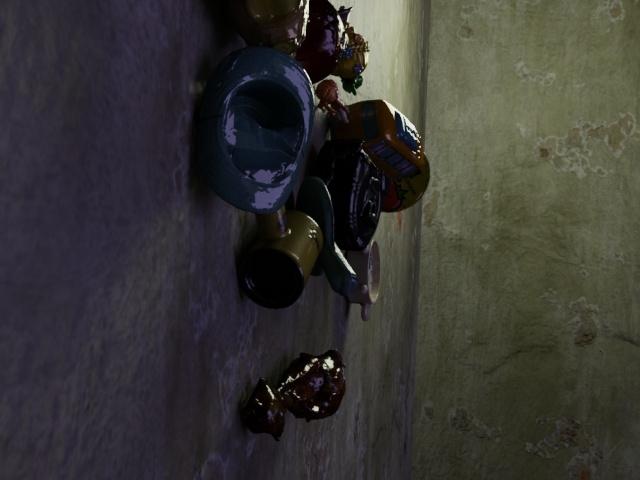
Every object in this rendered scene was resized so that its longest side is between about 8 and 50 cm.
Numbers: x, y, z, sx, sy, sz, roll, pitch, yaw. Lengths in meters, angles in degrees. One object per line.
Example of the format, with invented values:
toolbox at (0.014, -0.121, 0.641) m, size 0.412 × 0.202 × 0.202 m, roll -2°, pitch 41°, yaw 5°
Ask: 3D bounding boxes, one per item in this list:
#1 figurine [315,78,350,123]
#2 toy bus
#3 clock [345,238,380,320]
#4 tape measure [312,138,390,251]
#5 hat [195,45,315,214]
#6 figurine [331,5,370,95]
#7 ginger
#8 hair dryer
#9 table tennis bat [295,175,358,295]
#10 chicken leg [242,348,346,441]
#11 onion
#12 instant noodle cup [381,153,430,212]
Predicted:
figurine at (0.024, -0.247, 1.301) m, size 0.047 × 0.064 × 0.109 m, roll -60°, pitch 147°, yaw -17°
toy bus at (0.120, -0.195, 1.423) m, size 0.209 × 0.136 × 0.126 m, roll 27°, pitch 52°, yaw -52°
clock at (0.095, 0.070, 1.640) m, size 0.155 × 0.063 × 0.229 m, roll 20°, pitch 71°, yaw -73°
tape measure at (0.054, -0.068, 1.296) m, size 0.199 × 0.112 × 0.186 m, roll 38°, pitch 64°, yaw -60°
hat at (-0.080, -0.123, 0.818) m, size 0.138 × 0.078 × 0.190 m, roll 20°, pitch 78°, yaw -33°
figurine at (0.043, -0.331, 1.275) m, size 0.115 × 0.095 × 0.156 m, roll -86°, pitch 168°, yaw -61°
ginger at (-0.067, -0.295, 0.830) m, size 0.157 × 0.102 × 0.216 m, roll -113°, pitch -175°, yaw -50°
hair dryer at (-0.066, -0.063, 0.934) m, size 0.135 × 0.090 × 0.278 m, roll -63°, pitch 146°, yaw -58°
table tennis bat at (0.000, 0.000, 1.078) m, size 0.244 × 0.040 × 0.152 m, roll -120°, pitch -147°, yaw -53°
chicken leg at (-0.041, 0.232, 1.089) m, size 0.304 × 0.093 × 0.113 m, roll 8°, pitch 67°, yaw -68°
onion at (-0.025, -0.275, 0.976) m, size 0.131 × 0.131 × 0.131 m, roll 2°, pitch 90°, yaw -76°
instant noodle cup at (0.154, -0.172, 1.630) m, size 0.144 × 0.182 × 0.182 m, roll -80°, pitch 168°, yaw -67°
